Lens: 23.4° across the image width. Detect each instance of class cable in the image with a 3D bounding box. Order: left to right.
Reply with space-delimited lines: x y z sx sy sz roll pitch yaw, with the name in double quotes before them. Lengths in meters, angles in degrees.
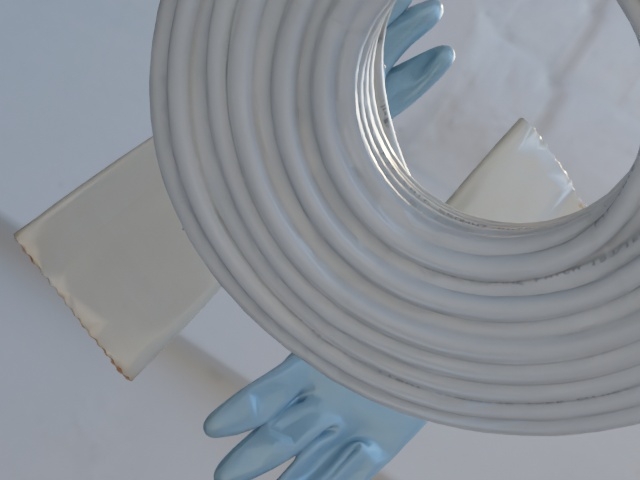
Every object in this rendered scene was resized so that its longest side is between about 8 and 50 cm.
"cable" 0.068 -0.051 0.531 0.257 0.257 0.089 -48 -177 23

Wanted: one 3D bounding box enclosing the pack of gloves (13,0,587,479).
"pack of gloves" 0.000 0.000 0.722 0.232 0.195 0.046 -42 -163 -19
